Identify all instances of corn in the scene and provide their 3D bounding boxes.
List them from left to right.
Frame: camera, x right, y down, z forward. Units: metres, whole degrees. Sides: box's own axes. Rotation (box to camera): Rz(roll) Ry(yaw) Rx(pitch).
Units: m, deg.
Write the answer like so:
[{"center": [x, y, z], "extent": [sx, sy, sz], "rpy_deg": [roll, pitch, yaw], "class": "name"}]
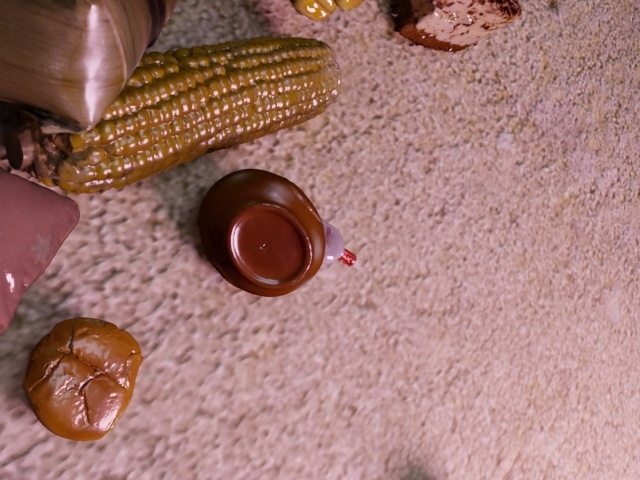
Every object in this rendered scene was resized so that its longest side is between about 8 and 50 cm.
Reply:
[{"center": [-0.098, -0.114, 0.547], "extent": [0.320, 0.097, 0.097], "rpy_deg": [-26, 94, -42], "class": "corn"}]

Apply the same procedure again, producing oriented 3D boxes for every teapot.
[{"center": [-0.048, -0.005, 0.570], "extent": [0.098, 0.078, 0.129], "rpy_deg": [-38, 116, 2], "class": "teapot"}]

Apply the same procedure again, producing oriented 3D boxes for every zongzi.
[{"center": [-0.205, -0.183, 0.429], "extent": [0.221, 0.112, 0.242], "rpy_deg": [17, 38, -7], "class": "zongzi"}]

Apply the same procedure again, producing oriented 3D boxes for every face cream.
[{"center": [0.000, 0.000, 0.633], "extent": [0.083, 0.021, 0.040], "rpy_deg": [33, 59, -26], "class": "face cream"}]

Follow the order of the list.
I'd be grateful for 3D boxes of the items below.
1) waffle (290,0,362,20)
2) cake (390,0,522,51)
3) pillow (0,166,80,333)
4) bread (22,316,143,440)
[{"center": [0.071, -0.362, 0.635], "extent": [0.324, 0.261, 0.151], "rpy_deg": [-51, 129, -23], "class": "waffle"}, {"center": [0.163, -0.352, 0.809], "extent": [0.135, 0.112, 0.246], "rpy_deg": [16, 65, -37], "class": "cake"}, {"center": [-0.282, 0.018, 0.363], "extent": [0.223, 0.084, 0.236], "rpy_deg": [34, 59, -23], "class": "pillow"}, {"center": [-0.165, 0.093, 0.460], "extent": [0.083, 0.046, 0.081], "rpy_deg": [-43, 107, -39], "class": "bread"}]
